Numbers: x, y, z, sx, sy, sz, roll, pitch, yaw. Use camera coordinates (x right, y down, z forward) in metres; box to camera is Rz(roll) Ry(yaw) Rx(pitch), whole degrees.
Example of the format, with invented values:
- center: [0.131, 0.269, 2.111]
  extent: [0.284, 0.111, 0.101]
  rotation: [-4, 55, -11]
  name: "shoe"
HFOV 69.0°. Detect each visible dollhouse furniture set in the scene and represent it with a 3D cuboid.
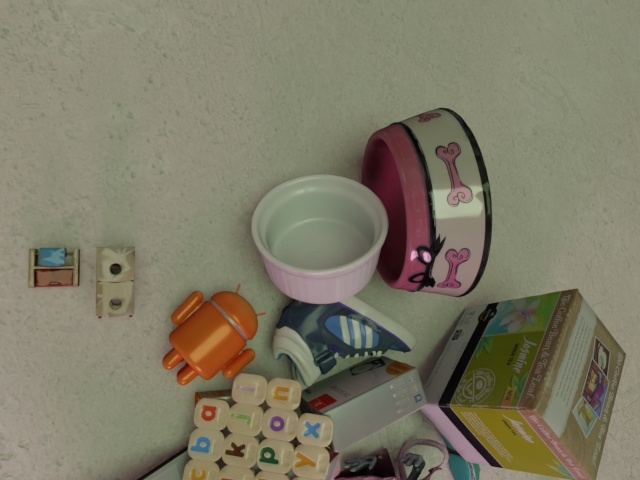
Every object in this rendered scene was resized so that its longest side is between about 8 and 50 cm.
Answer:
- center: [-0.447, 0.078, 0.872]
  extent: [0.183, 0.129, 0.129]
  rotation: [0, 86, -22]
  name: "dollhouse furniture set"

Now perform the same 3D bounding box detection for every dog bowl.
- center: [0.201, -0.072, 1.009]
  extent: [0.150, 0.408, 0.409]
  rotation: [-7, 89, -9]
  name: "dog bowl"

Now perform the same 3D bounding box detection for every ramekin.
- center: [0.000, 0.000, 0.985]
  extent: [0.276, 0.135, 0.277]
  rotation: [-1, 48, 2]
  name: "ramekin"

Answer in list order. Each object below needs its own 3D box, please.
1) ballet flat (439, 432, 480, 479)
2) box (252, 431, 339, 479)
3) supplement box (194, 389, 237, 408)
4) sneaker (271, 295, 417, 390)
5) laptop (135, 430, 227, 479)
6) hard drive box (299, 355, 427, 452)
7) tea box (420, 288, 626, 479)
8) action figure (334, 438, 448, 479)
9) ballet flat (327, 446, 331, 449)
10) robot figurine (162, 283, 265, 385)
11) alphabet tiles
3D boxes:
- center: [0.362, 0.522, 1.187]
  extent: [0.087, 0.083, 0.248]
  rotation: [-25, 96, -29]
  name: "ballet flat"
- center: [-0.062, 0.457, 0.961]
  extent: [0.170, 0.130, 0.091]
  rotation: [18, 78, 15]
  name: "box"
- center: [-0.212, 0.341, 0.983]
  extent: [0.098, 0.062, 0.036]
  rotation: [2, 85, -20]
  name: "supplement box"
- center: [0.043, 0.246, 1.065]
  extent: [0.322, 0.130, 0.236]
  rotation: [33, 84, -20]
  name: "sneaker"
- center: [-0.205, 0.619, 0.805]
  extent: [0.381, 0.236, 0.409]
  rotation: [-20, 94, -47]
  name: "laptop"
- center: [0.087, 0.351, 1.036]
  extent: [0.232, 0.181, 0.089]
  rotation: [-19, 93, -22]
  name: "hard drive box"
- center: [0.454, 0.318, 1.064]
  extent: [0.220, 0.323, 0.329]
  rotation: [49, 55, -12]
  name: "tea box"
- center: [0.157, 0.676, 1.068]
  extent: [0.275, 0.247, 0.371]
  rotation: [-6, 88, -48]
  name: "action figure"
- center: [-0.026, 0.548, 1.034]
  extent: [0.077, 0.077, 0.231]
  rotation: [42, 73, -16]
  name: "ballet flat"
- center: [-0.218, 0.195, 0.957]
  extent: [0.158, 0.128, 0.219]
  rotation: [36, 69, 30]
  name: "robot figurine"
- center: [-0.119, 0.410, 0.899]
  extent: [0.277, 0.021, 0.285]
  rotation: [5, 75, 7]
  name: "alphabet tiles"
